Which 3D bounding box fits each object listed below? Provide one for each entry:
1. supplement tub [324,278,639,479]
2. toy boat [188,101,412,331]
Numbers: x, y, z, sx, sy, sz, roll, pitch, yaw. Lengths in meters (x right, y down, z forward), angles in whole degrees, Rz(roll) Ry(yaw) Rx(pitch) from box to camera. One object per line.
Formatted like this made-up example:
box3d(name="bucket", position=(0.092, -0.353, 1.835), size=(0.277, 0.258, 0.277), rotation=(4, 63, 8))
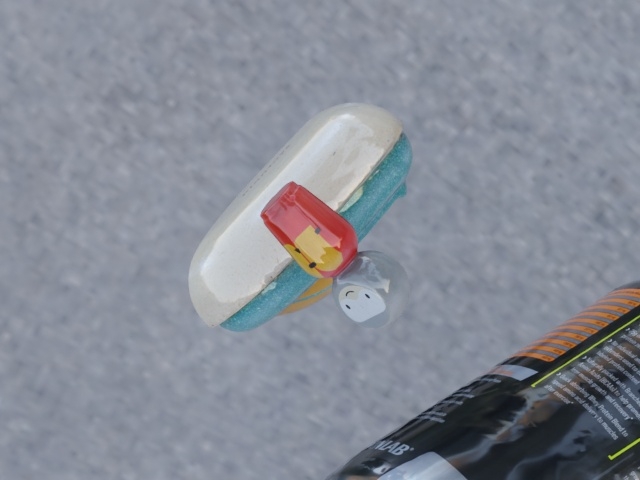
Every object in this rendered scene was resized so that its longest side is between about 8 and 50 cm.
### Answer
box3d(name="supplement tub", position=(0.182, 0.158, 1.284), size=(0.338, 0.207, 0.207), rotation=(-29, 42, -24))
box3d(name="toy boat", position=(0.000, 0.000, 1.830), size=(0.267, 0.148, 0.318), rotation=(-47, 9, 2))
